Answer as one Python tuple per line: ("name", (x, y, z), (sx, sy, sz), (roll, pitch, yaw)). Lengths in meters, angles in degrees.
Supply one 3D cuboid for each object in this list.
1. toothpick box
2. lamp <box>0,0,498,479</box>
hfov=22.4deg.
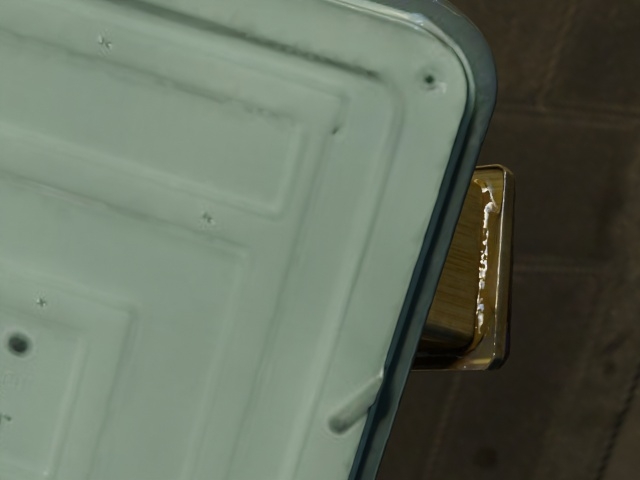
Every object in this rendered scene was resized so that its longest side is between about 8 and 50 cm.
("toothpick box", (0.000, 0.000, 1.363), (0.308, 0.190, 0.187), (17, 74, -47))
("lamp", (-0.104, 0.020, 0.520), (0.269, 0.047, 0.266), (17, 103, 4))
